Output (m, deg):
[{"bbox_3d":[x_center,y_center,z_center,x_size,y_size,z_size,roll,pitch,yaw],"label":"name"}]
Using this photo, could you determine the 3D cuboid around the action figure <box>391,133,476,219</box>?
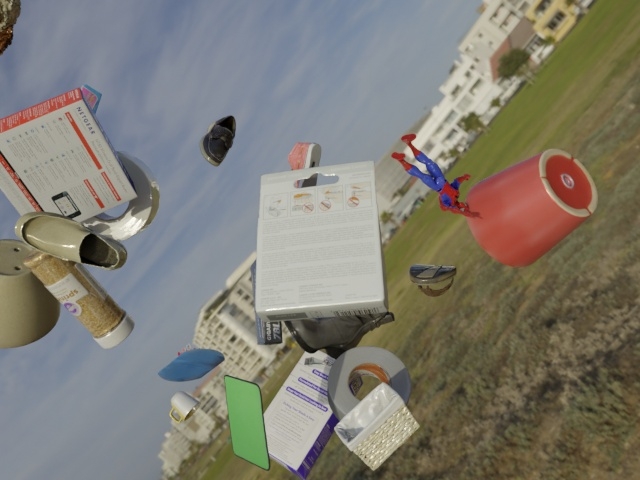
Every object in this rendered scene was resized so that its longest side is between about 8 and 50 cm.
[{"bbox_3d":[0.313,-0.147,1.538,0.139,0.280,0.092,16,71,52],"label":"action figure"}]

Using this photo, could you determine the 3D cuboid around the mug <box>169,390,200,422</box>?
[{"bbox_3d":[-0.369,0.441,1.642,0.078,0.064,0.062,-47,-13,-21],"label":"mug"}]

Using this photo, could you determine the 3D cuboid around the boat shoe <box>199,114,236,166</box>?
[{"bbox_3d":[-0.361,-0.371,2.224,0.092,0.103,0.285,-38,26,25],"label":"boat shoe"}]

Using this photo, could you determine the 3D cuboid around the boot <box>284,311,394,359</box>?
[{"bbox_3d":[0.057,0.208,1.687,0.222,0.118,0.338,-40,-28,12],"label":"boot"}]

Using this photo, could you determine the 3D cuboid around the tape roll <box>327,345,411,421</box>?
[{"bbox_3d":[0.127,0.391,1.629,0.219,0.219,0.072,-48,-24,-32],"label":"tape roll"}]

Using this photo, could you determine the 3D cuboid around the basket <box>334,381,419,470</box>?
[{"bbox_3d":[0.135,0.435,1.441,0.167,0.103,0.113,-42,14,-8],"label":"basket"}]

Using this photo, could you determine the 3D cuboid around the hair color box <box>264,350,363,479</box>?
[{"bbox_3d":[-0.039,0.502,1.823,0.339,0.185,0.110,-55,-32,-23],"label":"hair color box"}]

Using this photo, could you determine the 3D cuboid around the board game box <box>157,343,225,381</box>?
[{"bbox_3d":[-0.327,0.304,1.560,0.168,0.033,0.133,-39,-38,26],"label":"board game box"}]

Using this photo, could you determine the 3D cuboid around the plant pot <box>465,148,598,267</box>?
[{"bbox_3d":[0.562,-0.097,1.614,0.275,0.275,0.243,-47,2,-37],"label":"plant pot"}]

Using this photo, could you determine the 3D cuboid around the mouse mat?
[{"bbox_3d":[-0.161,0.392,1.335,0.007,0.190,0.152,-8,4,-38],"label":"mouse mat"}]

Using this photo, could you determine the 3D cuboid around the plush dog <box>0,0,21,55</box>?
[{"bbox_3d":[-0.816,-0.552,1.425,0.211,0.225,0.263,-114,29,-60],"label":"plush dog"}]

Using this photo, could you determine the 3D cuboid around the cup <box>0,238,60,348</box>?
[{"bbox_3d":[-0.984,0.135,1.933,0.331,0.331,0.237,-45,-16,-52],"label":"cup"}]

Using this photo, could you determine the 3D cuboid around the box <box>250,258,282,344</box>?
[{"bbox_3d":[-0.188,0.212,2.128,0.073,0.296,0.293,-4,-7,-10],"label":"box"}]

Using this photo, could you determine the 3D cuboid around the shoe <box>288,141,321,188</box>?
[{"bbox_3d":[-0.055,-0.202,1.810,0.063,0.081,0.178,10,-87,-51],"label":"shoe"}]

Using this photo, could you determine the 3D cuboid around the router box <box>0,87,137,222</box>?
[{"bbox_3d":[-0.709,-0.199,1.669,0.301,0.082,0.336,-25,-47,-9],"label":"router box"}]

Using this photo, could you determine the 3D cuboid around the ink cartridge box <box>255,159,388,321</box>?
[{"bbox_3d":[0.000,0.000,1.526,0.091,0.308,0.385,64,-158,-61],"label":"ink cartridge box"}]

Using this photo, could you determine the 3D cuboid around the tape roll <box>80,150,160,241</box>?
[{"bbox_3d":[-0.654,-0.139,1.931,0.286,0.286,0.100,-50,4,6],"label":"tape roll"}]

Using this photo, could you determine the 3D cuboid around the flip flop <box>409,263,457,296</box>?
[{"bbox_3d":[0.288,0.101,1.556,0.277,0.112,0.080,6,-94,-76],"label":"flip flop"}]

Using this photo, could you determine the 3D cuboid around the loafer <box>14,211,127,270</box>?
[{"bbox_3d":[-0.595,0.001,1.491,0.092,0.268,0.102,7,78,65],"label":"loafer"}]

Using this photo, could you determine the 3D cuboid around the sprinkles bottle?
[{"bbox_3d":[-0.693,0.155,1.786,0.121,0.355,0.121,-25,28,14],"label":"sprinkles bottle"}]

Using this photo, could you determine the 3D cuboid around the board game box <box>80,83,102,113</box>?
[{"bbox_3d":[-0.804,-0.308,1.932,0.242,0.064,0.317,-33,42,35],"label":"board game box"}]
